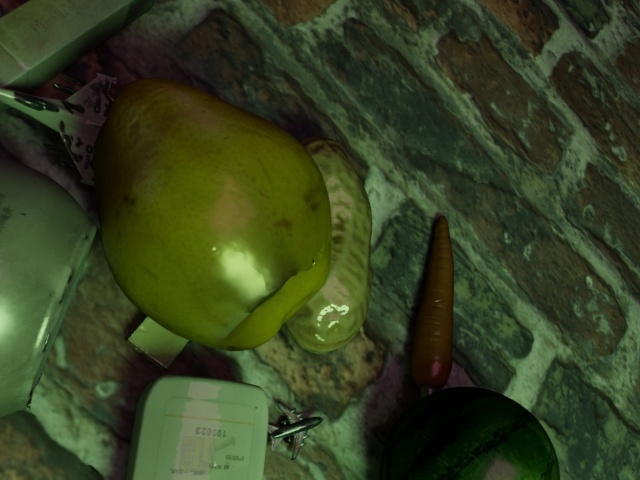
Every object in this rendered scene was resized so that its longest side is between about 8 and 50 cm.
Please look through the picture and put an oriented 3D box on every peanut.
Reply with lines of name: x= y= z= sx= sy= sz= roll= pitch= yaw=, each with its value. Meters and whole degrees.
peanut: x=0.000 y=0.000 z=0.946 sx=0.154 sy=0.140 sz=0.324 roll=0 pitch=72 yaw=-10

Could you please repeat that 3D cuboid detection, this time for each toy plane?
toy plane: x=-0.324 y=-0.155 z=0.856 sx=0.234 sy=0.082 sz=0.159 roll=13 pitch=77 yaw=-36
toy plane: x=-0.035 y=0.259 z=0.904 sx=0.083 sy=0.031 sz=0.078 roll=-12 pitch=80 yaw=-30

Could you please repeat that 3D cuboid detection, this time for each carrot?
carrot: x=0.186 y=0.106 z=1.057 sx=0.069 sy=0.069 sz=0.335 roll=23 pitch=59 yaw=-20

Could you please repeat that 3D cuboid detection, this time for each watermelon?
watermelon: x=0.196 y=0.317 z=0.884 sx=0.243 sy=0.242 sz=0.242 roll=8 pitch=71 yaw=-25

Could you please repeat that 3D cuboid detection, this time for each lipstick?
lipstick: x=-0.369 y=-0.267 z=0.871 sx=0.076 sy=0.080 sz=0.371 roll=46 pitch=60 yaw=-8

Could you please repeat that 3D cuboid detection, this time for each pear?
pear: x=-0.145 y=-0.029 z=0.775 sx=0.337 sy=0.284 sz=0.284 roll=25 pitch=60 yaw=14

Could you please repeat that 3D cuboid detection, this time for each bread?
bread: x=-0.186 y=0.098 z=0.878 sx=0.068 sy=0.028 sz=0.153 roll=40 pitch=59 yaw=-6

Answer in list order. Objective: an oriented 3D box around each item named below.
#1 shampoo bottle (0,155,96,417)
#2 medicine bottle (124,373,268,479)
shampoo bottle: x=-0.387 y=0.036 z=0.653 sx=0.267 sy=0.273 sz=0.272 roll=19 pitch=67 yaw=-17
medicine bottle: x=-0.154 y=0.317 z=0.782 sx=0.161 sy=0.111 sz=0.296 roll=12 pitch=67 yaw=-23
